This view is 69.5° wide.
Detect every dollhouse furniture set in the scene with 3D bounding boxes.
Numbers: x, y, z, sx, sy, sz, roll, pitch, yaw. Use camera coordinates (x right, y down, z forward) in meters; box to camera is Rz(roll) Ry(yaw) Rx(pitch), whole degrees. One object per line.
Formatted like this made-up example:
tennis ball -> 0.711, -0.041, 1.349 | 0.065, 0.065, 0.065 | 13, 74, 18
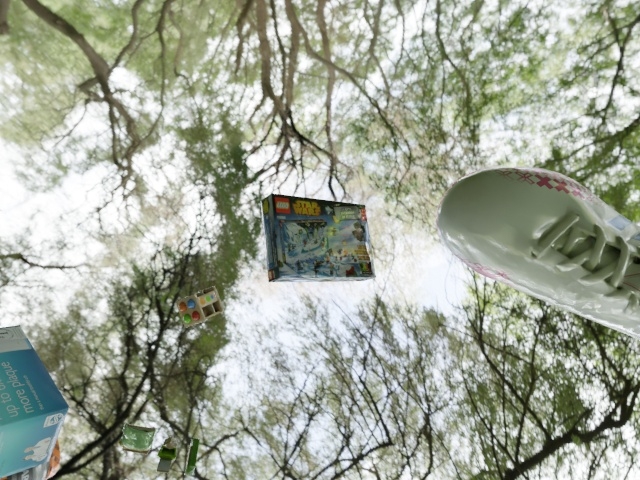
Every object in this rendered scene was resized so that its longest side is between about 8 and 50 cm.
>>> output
dollhouse furniture set -> -0.315, 0.407, 0.888 | 0.151, 0.076, 0.059 | 15, -146, -13

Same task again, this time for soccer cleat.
soccer cleat -> 0.267, 0.022, 0.426 | 0.116, 0.331, 0.143 | -66, -160, 12

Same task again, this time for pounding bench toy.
pounding bench toy -> -0.237, 0.127, 0.859 | 0.083, 0.052, 0.065 | -21, -179, 30

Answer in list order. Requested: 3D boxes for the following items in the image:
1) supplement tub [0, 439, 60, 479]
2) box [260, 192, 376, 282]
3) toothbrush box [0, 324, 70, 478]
supplement tub -> -0.761, 0.513, 1.000 | 0.193, 0.316, 0.194 | 2, -86, 30
box -> 0.000, 0.000, 0.529 | 0.027, 0.137, 0.094 | -23, -112, 50
toothbrush box -> -0.568, 0.250, 0.663 | 0.216, 0.295, 0.126 | 37, -70, 31
